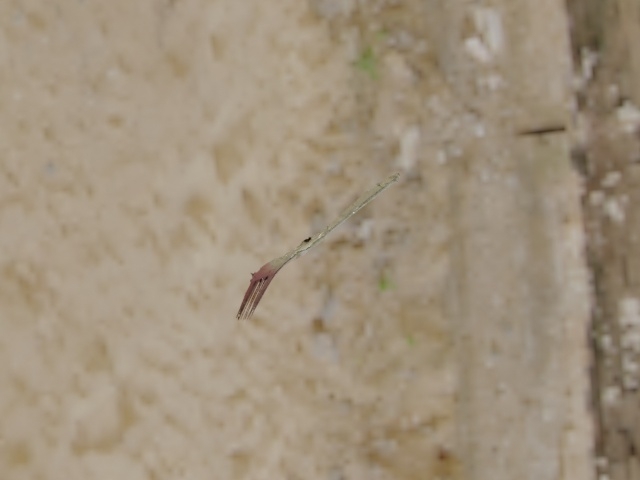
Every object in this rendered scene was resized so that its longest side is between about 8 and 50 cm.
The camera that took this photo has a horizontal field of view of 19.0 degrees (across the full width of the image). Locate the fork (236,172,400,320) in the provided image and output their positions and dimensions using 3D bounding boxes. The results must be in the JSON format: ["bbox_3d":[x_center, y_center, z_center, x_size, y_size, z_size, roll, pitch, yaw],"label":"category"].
[{"bbox_3d":[-0.001,-0.001,0.893,0.115,0.016,0.012,-42,120,-29],"label":"fork"}]
